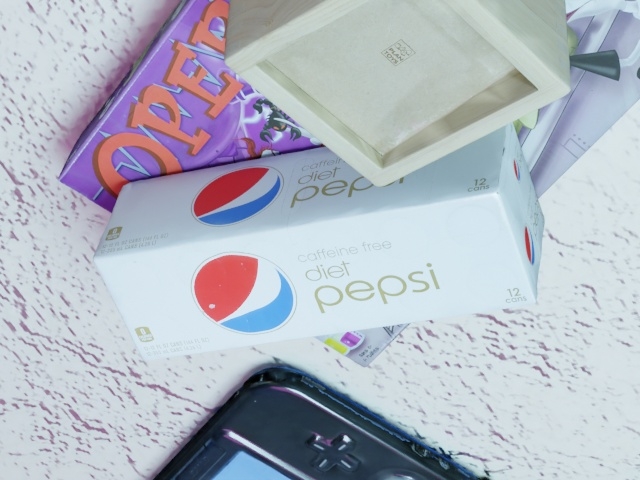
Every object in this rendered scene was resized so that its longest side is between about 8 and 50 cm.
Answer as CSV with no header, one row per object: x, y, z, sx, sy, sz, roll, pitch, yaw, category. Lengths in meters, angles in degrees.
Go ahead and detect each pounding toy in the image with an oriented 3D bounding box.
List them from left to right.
0.018,-0.109,0.835,0.141,0.100,0.130,-26,133,32,pounding toy

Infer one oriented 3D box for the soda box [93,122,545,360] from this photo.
0.000,0.000,0.931,0.216,0.069,0.074,-10,126,19,soda box

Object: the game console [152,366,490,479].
-0.016,0.263,1.136,0.250,0.173,0.293,32,127,-14,game console

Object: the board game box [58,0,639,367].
0.039,-0.093,0.921,0.208,0.056,0.347,34,128,-10,board game box
